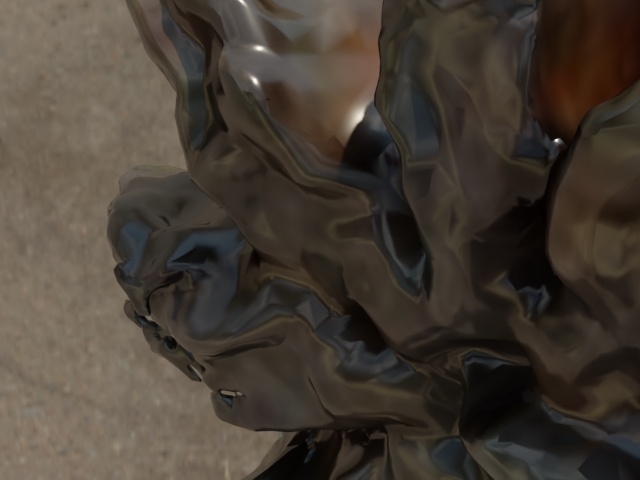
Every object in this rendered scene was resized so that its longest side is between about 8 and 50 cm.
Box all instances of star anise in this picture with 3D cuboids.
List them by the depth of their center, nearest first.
[{"bbox_3d":[0.060,0.020,0.412,0.331,0.332,0.117,31,43,18],"label":"star anise"}]

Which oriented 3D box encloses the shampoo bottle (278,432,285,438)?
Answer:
[{"bbox_3d":[0.000,0.000,0.623,0.063,0.208,0.057,-5,7,41],"label":"shampoo bottle"}]
